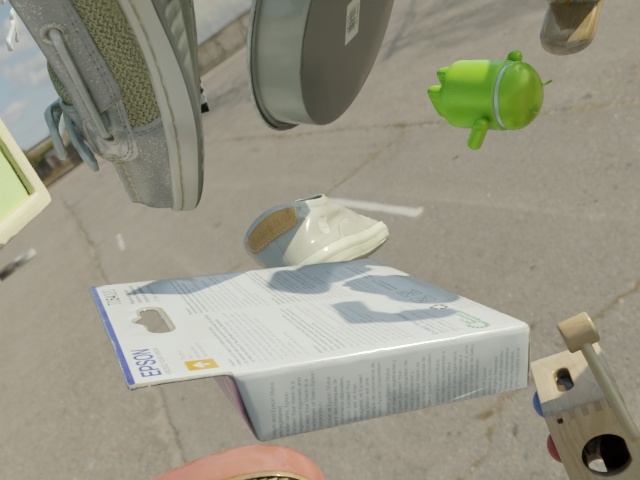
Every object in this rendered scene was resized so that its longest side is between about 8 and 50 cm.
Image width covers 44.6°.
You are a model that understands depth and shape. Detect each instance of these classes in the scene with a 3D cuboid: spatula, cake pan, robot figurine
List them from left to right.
[{"bbox_3d":[-0.442,-0.352,1.080,0.019,0.168,0.242,-8,25,-15],"label":"spatula"},{"bbox_3d":[0.014,-0.255,0.861,0.054,0.293,0.293,22,42,17],"label":"cake pan"},{"bbox_3d":[0.163,-0.141,0.758,0.115,0.067,0.101,10,61,39],"label":"robot figurine"}]

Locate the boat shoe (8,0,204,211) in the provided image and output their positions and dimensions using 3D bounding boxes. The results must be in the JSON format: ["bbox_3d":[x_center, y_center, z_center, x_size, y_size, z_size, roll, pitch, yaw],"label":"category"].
[{"bbox_3d":[-0.122,-0.126,0.402,0.103,0.320,0.118,-7,60,-2],"label":"boat shoe"}]

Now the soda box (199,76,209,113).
[{"bbox_3d":[-0.234,-0.290,1.288,0.053,0.169,0.060,-19,29,-11],"label":"soda box"}]

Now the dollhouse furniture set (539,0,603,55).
[{"bbox_3d":[0.382,-0.329,0.784,0.393,0.362,0.257,7,59,27],"label":"dollhouse furniture set"}]

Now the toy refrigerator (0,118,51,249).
[{"bbox_3d":[-0.283,-0.105,0.465,0.094,0.270,0.102,-20,22,18],"label":"toy refrigerator"}]

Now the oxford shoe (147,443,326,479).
[{"bbox_3d":[-0.144,0.225,0.405,0.348,0.123,0.130,-27,22,-6],"label":"oxford shoe"}]

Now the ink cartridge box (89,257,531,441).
[{"bbox_3d":[-0.034,0.088,0.734,0.329,0.072,0.324,-7,11,-19],"label":"ink cartridge box"}]

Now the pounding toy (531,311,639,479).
[{"bbox_3d":[0.274,0.179,0.829,0.094,0.206,0.181,-22,14,14],"label":"pounding toy"}]

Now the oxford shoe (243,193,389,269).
[{"bbox_3d":[0.000,0.000,1.172,0.169,0.130,0.449,-40,-7,10],"label":"oxford shoe"}]
